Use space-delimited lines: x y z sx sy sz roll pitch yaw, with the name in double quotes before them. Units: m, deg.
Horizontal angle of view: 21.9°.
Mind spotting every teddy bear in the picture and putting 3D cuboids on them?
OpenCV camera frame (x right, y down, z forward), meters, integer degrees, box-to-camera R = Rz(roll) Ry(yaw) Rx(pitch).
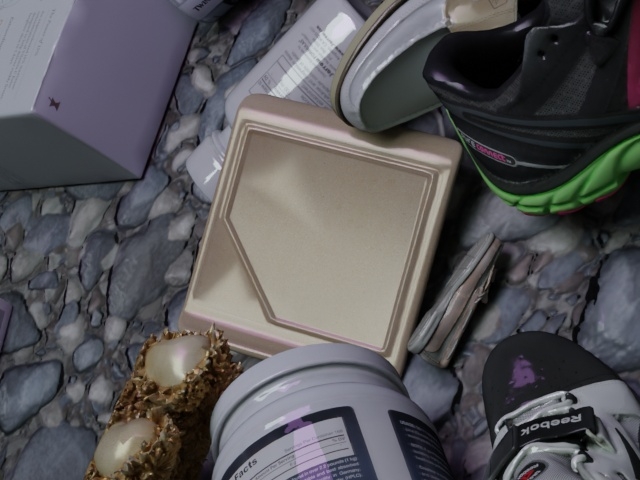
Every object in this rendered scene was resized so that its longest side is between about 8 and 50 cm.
"teddy bear" -0.145 0.198 1.454 0.245 0.113 0.338 -67 3 -45

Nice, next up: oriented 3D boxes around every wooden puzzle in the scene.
"wooden puzzle" 0.000 0.000 1.505 0.221 0.044 0.238 15 85 20

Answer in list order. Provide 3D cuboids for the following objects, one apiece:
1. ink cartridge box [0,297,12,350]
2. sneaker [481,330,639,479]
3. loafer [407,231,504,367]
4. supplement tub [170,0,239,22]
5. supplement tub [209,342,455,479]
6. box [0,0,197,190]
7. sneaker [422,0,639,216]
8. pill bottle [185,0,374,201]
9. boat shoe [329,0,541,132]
"ink cartridge box" -0.467 0.164 1.938 0.225 0.056 0.181 -13 56 38
"sneaker" 0.182 0.172 1.196 0.122 0.146 0.330 -34 44 13
"loafer" 0.124 0.052 1.432 0.125 0.039 0.045 -55 7 -2
"supplement tub" -0.093 -0.341 1.842 0.190 0.117 0.117 -37 43 22
"supplement tub" 0.022 0.234 1.289 0.191 0.191 0.272 -40 42 20
"box" -0.343 -0.193 1.957 0.345 0.168 0.215 -2 64 45
"sneaker" 0.255 -0.183 1.242 0.483 0.202 0.185 -35 19 41
"pill bottle" -0.018 -0.124 1.611 0.229 0.131 0.131 -45 41 13
"boat shoe" 0.148 -0.188 1.457 0.302 0.113 0.103 -37 50 -5
